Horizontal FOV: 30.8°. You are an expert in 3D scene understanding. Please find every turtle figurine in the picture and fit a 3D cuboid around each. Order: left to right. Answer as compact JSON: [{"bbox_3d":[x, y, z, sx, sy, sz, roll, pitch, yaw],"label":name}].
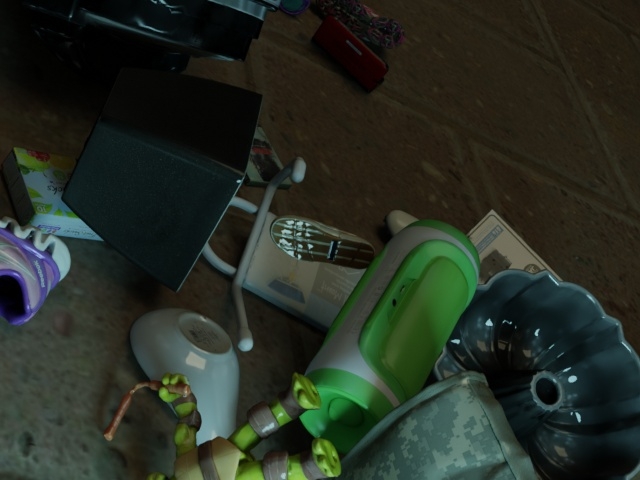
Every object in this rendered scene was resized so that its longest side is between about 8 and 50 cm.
[{"bbox_3d":[-0.092,0.232,1.132,0.087,0.217,0.269,55,15,-47],"label":"turtle figurine"}]

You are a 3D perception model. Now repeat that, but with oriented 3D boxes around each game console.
[{"bbox_3d":[0.066,-0.342,2.067,0.144,0.124,0.085,43,58,0],"label":"game console"}]

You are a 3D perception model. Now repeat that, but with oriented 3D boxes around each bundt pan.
[{"bbox_3d":[0.263,0.208,1.518,0.331,0.124,0.331,9,68,-23],"label":"bundt pan"}]

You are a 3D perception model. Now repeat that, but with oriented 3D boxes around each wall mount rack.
[{"bbox_3d":[0.001,0.070,1.467,0.350,0.130,0.304,30,54,-19],"label":"wall mount rack"}]

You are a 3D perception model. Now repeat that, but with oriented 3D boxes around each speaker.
[{"bbox_3d":[0.084,0.106,1.345,0.131,0.131,0.296,40,48,-5],"label":"speaker"}]

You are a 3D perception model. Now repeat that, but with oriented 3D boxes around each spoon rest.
[{"bbox_3d":[-0.116,0.174,1.274,0.137,0.084,0.276,7,34,-46],"label":"spoon rest"}]

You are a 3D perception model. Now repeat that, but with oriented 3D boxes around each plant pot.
[{"bbox_3d":[-0.187,-0.091,1.335,0.167,0.187,0.188,26,34,-12],"label":"plant pot"}]

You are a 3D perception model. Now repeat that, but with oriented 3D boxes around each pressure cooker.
[{"bbox_3d":[-0.223,-0.405,1.523,0.370,0.420,0.375,15,8,-29],"label":"pressure cooker"}]

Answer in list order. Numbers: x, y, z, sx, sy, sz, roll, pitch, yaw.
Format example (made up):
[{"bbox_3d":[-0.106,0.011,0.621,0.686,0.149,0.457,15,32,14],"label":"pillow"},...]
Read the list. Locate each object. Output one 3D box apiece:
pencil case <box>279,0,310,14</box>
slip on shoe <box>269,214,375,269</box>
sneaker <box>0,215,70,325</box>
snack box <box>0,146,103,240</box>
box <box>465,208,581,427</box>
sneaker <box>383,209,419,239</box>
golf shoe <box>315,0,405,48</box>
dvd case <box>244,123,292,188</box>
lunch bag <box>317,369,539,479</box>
[{"bbox_3d":[-0.048,-0.474,2.109,0.070,0.064,0.152,43,27,-31],"label":"pencil case"},{"bbox_3d":[0.000,0.000,1.403,0.135,0.051,0.041,12,13,-18],"label":"slip on shoe"},{"bbox_3d":[-0.366,0.011,1.162,0.236,0.095,0.104,29,42,-24],"label":"sneaker"},{"bbox_3d":[-0.293,-0.051,1.360,0.141,0.037,0.100,7,48,-46],"label":"snack box"},{"bbox_3d":[0.285,0.118,1.684,0.169,0.087,0.290,-41,86,-20],"label":"box"},{"bbox_3d":[0.201,0.023,1.783,0.237,0.086,0.085,36,34,-9],"label":"sneaker"},{"bbox_3d":[0.067,-0.414,2.182,0.186,0.067,0.086,29,2,-14],"label":"golf shoe"},{"bbox_3d":[-0.098,-0.126,1.691,0.087,0.013,0.119,3,49,-46],"label":"dvd case"},{"bbox_3d":[0.123,0.302,1.173,0.169,0.287,0.235,14,41,-38],"label":"lunch bag"}]
